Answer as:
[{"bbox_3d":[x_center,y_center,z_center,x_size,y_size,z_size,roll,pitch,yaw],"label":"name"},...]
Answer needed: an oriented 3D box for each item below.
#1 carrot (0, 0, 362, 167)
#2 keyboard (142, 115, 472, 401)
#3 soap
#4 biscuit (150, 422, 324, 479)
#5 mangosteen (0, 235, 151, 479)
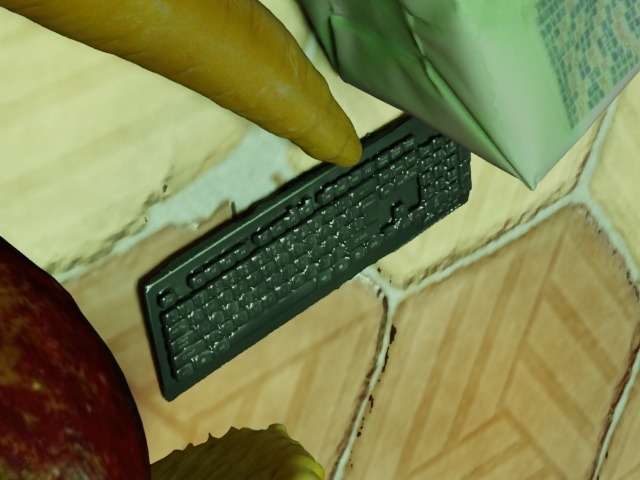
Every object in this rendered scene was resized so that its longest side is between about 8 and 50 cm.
[{"bbox_3d":[-0.065,-0.093,0.696,0.336,0.069,0.069,30,89,-52],"label":"carrot"},{"bbox_3d":[0.001,0.001,0.850,0.196,0.015,0.074,-32,132,-29],"label":"keyboard"},{"bbox_3d":[0.079,-0.161,0.745,0.199,0.138,0.182,-48,136,-15],"label":"soap"},{"bbox_3d":[-0.098,0.164,0.681,0.254,0.254,0.035,-43,105,-20],"label":"biscuit"},{"bbox_3d":[-0.173,0.101,0.607,0.215,0.215,0.257,-17,152,-39],"label":"mangosteen"}]
